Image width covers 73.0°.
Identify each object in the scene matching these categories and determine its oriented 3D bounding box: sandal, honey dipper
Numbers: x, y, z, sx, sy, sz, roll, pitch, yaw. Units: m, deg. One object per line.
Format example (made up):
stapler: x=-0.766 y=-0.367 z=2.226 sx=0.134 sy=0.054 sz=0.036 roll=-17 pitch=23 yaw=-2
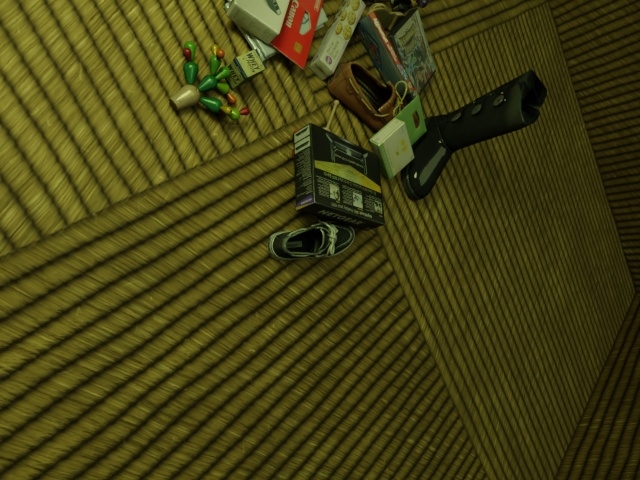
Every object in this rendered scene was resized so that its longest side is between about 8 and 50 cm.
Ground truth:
sandal: x=0.207 y=-0.800 z=1.538 sx=0.240 sy=0.088 sz=0.079 roll=-24 pitch=69 yaw=-44
honey dipper: x=0.031 y=-0.382 z=1.367 sx=0.030 sy=0.030 sz=0.161 roll=31 pitch=65 yaw=-31

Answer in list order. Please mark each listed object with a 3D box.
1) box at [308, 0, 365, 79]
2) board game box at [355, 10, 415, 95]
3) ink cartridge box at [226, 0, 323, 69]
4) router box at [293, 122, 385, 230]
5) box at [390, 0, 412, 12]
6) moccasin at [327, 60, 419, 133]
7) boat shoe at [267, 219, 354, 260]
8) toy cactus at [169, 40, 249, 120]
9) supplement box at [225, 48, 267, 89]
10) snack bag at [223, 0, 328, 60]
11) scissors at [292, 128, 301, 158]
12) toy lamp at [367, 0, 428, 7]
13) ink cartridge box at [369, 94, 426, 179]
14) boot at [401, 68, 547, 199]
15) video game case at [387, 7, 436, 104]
box: x=0.058 y=-0.664 z=1.397 sx=0.067 sy=0.063 sz=0.324 roll=36 pitch=65 yaw=-28
board game box: x=0.215 y=-0.622 z=1.468 sx=0.027 sy=0.145 sz=0.281 roll=-38 pitch=110 yaw=-7
ink cartridge box: x=-0.102 y=-0.683 z=1.223 sx=0.261 sy=0.066 sz=0.297 roll=24 pitch=69 yaw=-31
router box: x=0.061 y=-0.179 z=1.291 sx=0.308 sy=0.081 sz=0.243 roll=14 pitch=66 yaw=-43
box: x=0.298 y=-0.904 z=1.619 sx=0.062 sy=0.052 sz=0.084 roll=-20 pitch=99 yaw=-36
moccasin: x=0.203 y=-0.464 z=1.435 sx=0.380 sy=0.146 sz=0.139 roll=31 pitch=67 yaw=-32
boat shoe: x=-0.001 y=-0.004 z=1.251 sx=0.306 sy=0.104 sz=0.113 roll=-2 pitch=87 yaw=-38
toy cactus: x=-0.289 y=-0.381 z=1.081 sx=0.180 sy=0.112 sz=0.219 roll=-42 pitch=119 yaw=-23
supplement box: x=-0.204 y=-0.456 z=1.155 sx=0.083 sy=0.083 sz=0.056 roll=-42 pitch=110 yaw=-33
snack bag: x=-0.164 y=-0.728 z=1.249 sx=0.323 sy=0.037 sz=0.343 roll=-47 pitch=110 yaw=-32
scissors: x=0.030 y=-0.248 z=1.355 sx=0.297 sy=0.021 sz=0.109 roll=22 pitch=70 yaw=-33
toy lamp: x=0.253 y=-0.875 z=1.528 sx=0.274 sy=0.080 sz=0.080 roll=-3 pitch=86 yaw=-18
ink cartridge box: x=0.280 y=-0.343 z=1.449 sx=0.235 sy=0.056 sz=0.171 roll=-42 pitch=141 yaw=-8
boot: x=0.506 y=-0.339 z=1.469 sx=0.146 sy=0.445 sz=0.367 roll=30 pitch=67 yaw=-32
video game case: x=0.336 y=-0.672 z=1.579 sx=0.275 sy=0.035 sz=0.248 roll=-56 pitch=131 yaw=-37
